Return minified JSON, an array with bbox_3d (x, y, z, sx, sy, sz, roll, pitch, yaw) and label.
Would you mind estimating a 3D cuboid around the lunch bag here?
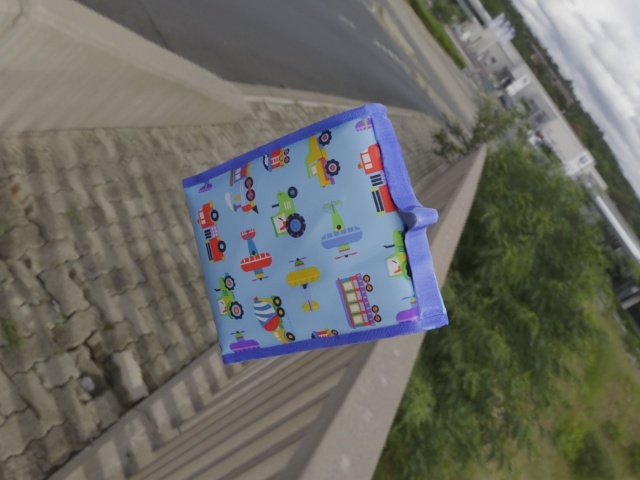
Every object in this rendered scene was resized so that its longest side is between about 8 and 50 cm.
[{"bbox_3d":[0.000,0.000,0.744,0.138,0.293,0.220,-12,87,-40],"label":"lunch bag"}]
